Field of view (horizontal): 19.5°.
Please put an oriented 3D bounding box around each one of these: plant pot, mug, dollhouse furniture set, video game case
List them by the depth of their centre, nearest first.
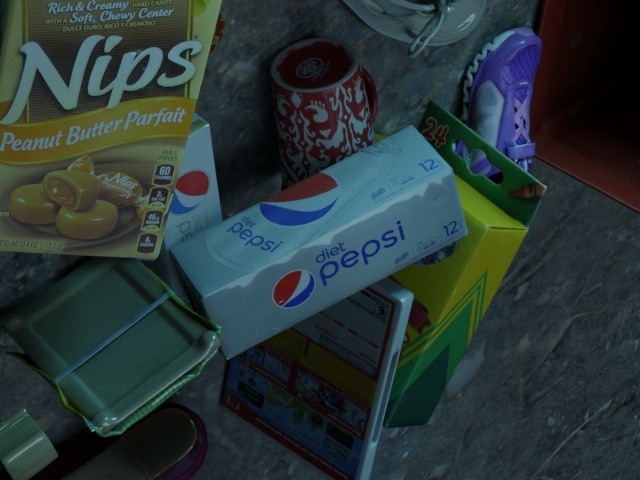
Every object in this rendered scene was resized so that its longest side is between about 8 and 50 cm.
[{"bbox_3d":[-0.248,0.167,1.842,0.301,0.197,0.151,-37,142,-15],"label":"dollhouse furniture set"},{"bbox_3d":[0.003,-0.129,1.939,0.113,0.150,0.169,-6,134,4],"label":"mug"},{"bbox_3d":[-0.009,0.125,2.054,0.025,0.204,0.285,-32,144,-44],"label":"video game case"},{"bbox_3d":[0.420,-0.206,2.174,0.236,0.267,0.267,-34,144,-40],"label":"plant pot"}]

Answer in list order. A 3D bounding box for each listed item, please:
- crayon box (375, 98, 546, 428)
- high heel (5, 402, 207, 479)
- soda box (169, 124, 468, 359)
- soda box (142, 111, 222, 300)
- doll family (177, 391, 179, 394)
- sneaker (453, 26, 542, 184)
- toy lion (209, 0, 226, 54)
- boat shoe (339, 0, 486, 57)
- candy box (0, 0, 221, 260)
[{"bbox_3d":[0.097,0.023,2.074,0.081,0.202,0.318,2,121,-47],"label":"crayon box"},{"bbox_3d":[-0.288,0.300,2.022,0.377,0.127,0.181,-26,172,-6],"label":"high heel"},{"bbox_3d":[0.000,0.000,1.873,0.286,0.091,0.098,-28,134,-10],"label":"soda box"},{"bbox_3d":[-0.148,-0.040,1.866,0.074,0.069,0.216,-31,141,-23],"label":"soda box"},{"bbox_3d":[-0.190,0.136,1.986,0.193,0.076,0.111,4,115,-52],"label":"doll family"},{"bbox_3d":[0.209,-0.128,2.134,0.095,0.104,0.236,-5,125,-43],"label":"sneaker"},{"bbox_3d":[-0.132,-0.201,1.768,0.100,0.034,0.096,-22,144,-32],"label":"toy lion"},{"bbox_3d":[0.092,-0.265,1.832,0.136,0.156,0.367,-51,144,4],"label":"boat shoe"},{"bbox_3d":[-0.207,-0.136,1.649,0.183,0.087,0.316,3,124,-22],"label":"candy box"}]
